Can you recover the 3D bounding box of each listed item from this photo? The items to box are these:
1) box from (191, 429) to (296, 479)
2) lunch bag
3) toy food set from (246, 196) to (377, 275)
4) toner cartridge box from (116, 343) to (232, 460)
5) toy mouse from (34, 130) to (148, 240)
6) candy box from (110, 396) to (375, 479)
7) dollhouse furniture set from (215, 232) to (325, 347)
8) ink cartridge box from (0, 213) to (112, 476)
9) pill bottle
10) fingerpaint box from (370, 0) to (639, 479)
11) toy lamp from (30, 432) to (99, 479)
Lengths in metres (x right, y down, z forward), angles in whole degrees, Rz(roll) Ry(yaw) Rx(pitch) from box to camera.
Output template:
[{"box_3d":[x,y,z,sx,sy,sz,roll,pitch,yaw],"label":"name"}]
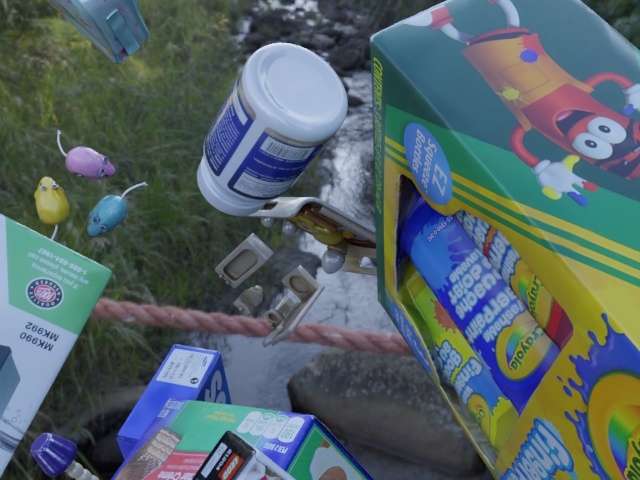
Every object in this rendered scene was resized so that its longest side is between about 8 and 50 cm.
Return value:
[{"box_3d":[-0.057,0.200,0.284,0.207,0.114,0.036,-53,23,-17],"label":"box"},{"box_3d":[-0.419,-0.444,1.211,0.224,0.108,0.279,41,-6,1],"label":"lunch bag"},{"box_3d":[0.000,0.000,1.360,0.306,0.092,0.219,27,-12,-33],"label":"toy food set"},{"box_3d":[-0.179,0.332,0.963,0.075,0.348,0.165,8,39,16],"label":"toner cartridge box"},{"box_3d":[-0.292,-0.066,0.869,0.143,0.161,0.031,-7,-2,-24],"label":"toy mouse"},{"box_3d":[-0.135,0.313,0.624,0.268,0.122,0.317,-10,38,49],"label":"candy box"},{"box_3d":[-0.111,0.092,1.132,0.151,0.144,0.123,45,43,-7],"label":"dollhouse furniture set"},{"box_3d":[-0.357,0.107,0.603,0.211,0.289,0.121,32,-14,-27],"label":"ink cartridge box"},{"box_3d":[-0.084,-0.149,0.989,0.153,0.264,0.153,13,59,-23],"label":"pill bottle"},{"box_3d":[0.200,0.067,0.597,0.163,0.445,0.371,-27,61,-10],"label":"fingerpaint box"},{"box_3d":[-0.485,0.492,1.398,0.080,0.275,0.080,-24,35,18],"label":"toy lamp"}]
